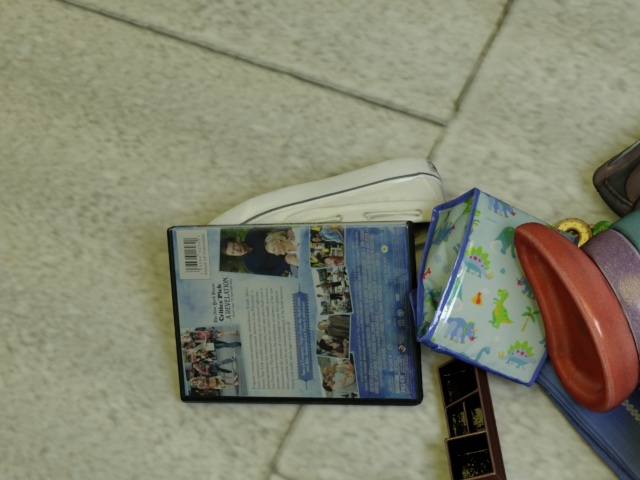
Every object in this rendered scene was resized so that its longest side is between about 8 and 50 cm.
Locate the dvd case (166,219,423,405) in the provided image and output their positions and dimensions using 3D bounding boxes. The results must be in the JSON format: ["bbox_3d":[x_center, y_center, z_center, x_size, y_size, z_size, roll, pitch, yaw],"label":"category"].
[{"bbox_3d":[-0.026,0.072,1.568,0.253,0.022,0.180,-1,99,18],"label":"dvd case"}]

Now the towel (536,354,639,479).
[{"bbox_3d":[0.390,0.100,1.462,0.336,0.040,0.243,-39,58,-4],"label":"towel"}]

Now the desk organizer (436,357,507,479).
[{"bbox_3d":[0.139,0.171,1.500,0.047,0.050,0.130,-15,62,12],"label":"desk organizer"}]

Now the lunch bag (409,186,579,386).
[{"bbox_3d":[0.159,0.048,1.498,0.129,0.096,0.151,23,65,-20],"label":"lunch bag"}]

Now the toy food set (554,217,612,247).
[{"bbox_3d":[0.260,0.018,1.547,0.082,0.020,0.083,6,68,21],"label":"toy food set"}]

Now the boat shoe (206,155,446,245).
[{"bbox_3d":[0.000,0.000,1.608,0.267,0.096,0.088,-16,57,2],"label":"boat shoe"}]

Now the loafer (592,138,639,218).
[{"bbox_3d":[0.385,-0.135,1.531,0.302,0.109,0.095,-46,56,-2],"label":"loafer"}]

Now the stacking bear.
[{"bbox_3d":[0.345,0.025,1.405,0.289,0.175,0.164,-22,19,-8],"label":"stacking bear"}]
